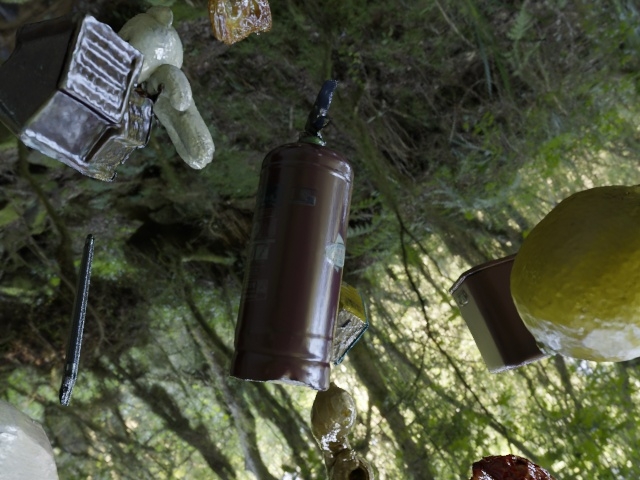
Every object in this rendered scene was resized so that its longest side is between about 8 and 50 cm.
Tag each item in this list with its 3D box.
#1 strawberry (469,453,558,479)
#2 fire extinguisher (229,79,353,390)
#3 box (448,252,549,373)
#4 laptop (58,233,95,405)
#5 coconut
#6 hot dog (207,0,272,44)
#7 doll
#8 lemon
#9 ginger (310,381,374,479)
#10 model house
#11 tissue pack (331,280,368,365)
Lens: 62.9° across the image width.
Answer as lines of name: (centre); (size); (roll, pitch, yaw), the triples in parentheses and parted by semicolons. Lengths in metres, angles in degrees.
strawberry: (0.397, 0.496, 0.936); (0.149, 0.336, 0.265); (-33, -155, -10)
fire extinguisher: (-0.022, -0.005, 0.605); (0.135, 0.114, 0.337); (149, -50, -68)
box: (0.511, 0.146, 1.209); (0.339, 0.229, 0.239); (-19, 161, -3)
laptop: (-0.297, 0.097, 0.639); (0.129, 0.016, 0.180); (-48, -141, 49)
coconut: (-0.621, 0.429, 0.917); (0.297, 0.254, 0.297); (-10, -139, 9)
hot dog: (-0.131, -0.364, 0.848); (0.099, 0.065, 0.147); (-21, 173, -5)
doll: (-0.280, -0.252, 0.928); (0.175, 0.278, 0.149); (-21, -169, 39)
lemon: (0.439, 0.046, 0.805); (0.320, 0.245, 0.245); (-54, -166, 8)
ginger: (0.054, 0.510, 1.160); (0.122, 0.363, 0.348); (-23, 162, -17)
model house: (-0.256, -0.160, 0.572); (0.152, 0.165, 0.106); (-44, -121, 8)
tissue pack: (0.051, 0.263, 1.743); (0.192, 0.134, 0.271); (-54, -170, 11)
